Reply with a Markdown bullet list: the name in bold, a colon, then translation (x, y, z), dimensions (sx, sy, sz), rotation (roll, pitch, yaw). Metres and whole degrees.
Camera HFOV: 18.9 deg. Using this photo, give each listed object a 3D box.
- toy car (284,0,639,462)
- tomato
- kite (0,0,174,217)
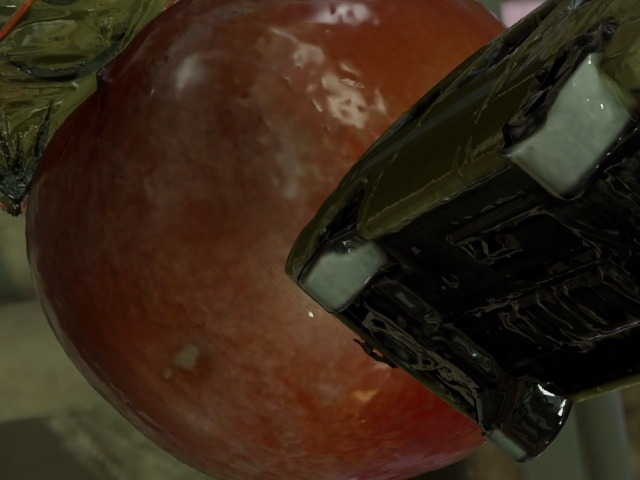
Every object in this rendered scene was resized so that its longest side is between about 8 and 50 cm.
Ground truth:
- **toy car**: translation (0.084, -0.021, 0.551), dimensions (0.124, 0.101, 0.257), rotation (-56, -171, -22)
- **tomato**: translation (0.000, 0.000, 0.913), dimensions (0.265, 0.265, 0.264), rotation (-8, 90, -82)
- **kite**: translation (-0.209, -0.172, 1.097), dimensions (0.013, 0.378, 0.327), rotation (163, -87, -83)
